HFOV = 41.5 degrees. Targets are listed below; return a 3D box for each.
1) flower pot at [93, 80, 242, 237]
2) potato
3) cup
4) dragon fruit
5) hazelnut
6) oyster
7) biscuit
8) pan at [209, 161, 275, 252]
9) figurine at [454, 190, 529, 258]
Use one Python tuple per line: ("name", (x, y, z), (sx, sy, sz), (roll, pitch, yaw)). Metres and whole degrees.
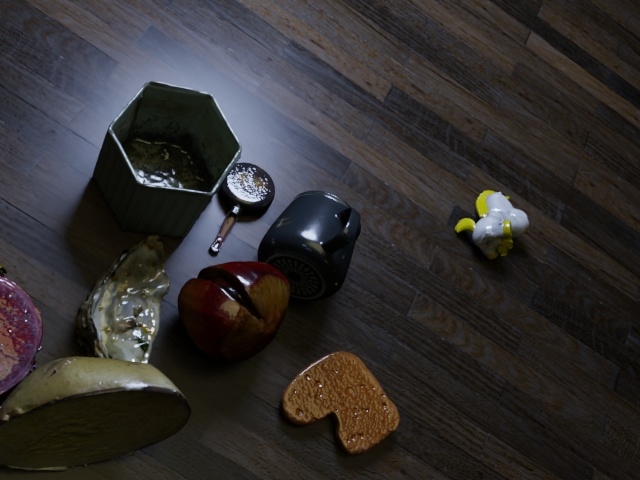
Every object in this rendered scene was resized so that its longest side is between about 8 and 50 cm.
("flower pot", (-0.275, -0.138, 1.508), (0.209, 0.189, 0.239), (33, 56, -7))
("potato", (-0.349, 0.249, 1.277), (0.299, 0.239, 0.116), (-14, 51, -2))
("cup", (0.000, 0.000, 1.561), (0.169, 0.223, 0.176), (45, 47, -16))
("dragon fruit", (-0.544, 0.171, 1.279), (0.211, 0.147, 0.282), (19, 63, -27))
("hazelnut", (-0.149, 0.115, 1.475), (0.178, 0.178, 0.204), (47, 58, 1))
("oyster", (-0.327, 0.123, 1.436), (0.166, 0.094, 0.294), (44, 44, -26))
("biscuit", (0.033, 0.307, 1.540), (0.186, 0.036, 0.192), (-34, 85, -30))
("pan", (-0.160, -0.067, 1.619), (0.115, 0.040, 0.212), (28, 58, -5))
("figurine", (0.386, -0.047, 1.843), (0.130, 0.109, 0.178), (32, 51, 17))
